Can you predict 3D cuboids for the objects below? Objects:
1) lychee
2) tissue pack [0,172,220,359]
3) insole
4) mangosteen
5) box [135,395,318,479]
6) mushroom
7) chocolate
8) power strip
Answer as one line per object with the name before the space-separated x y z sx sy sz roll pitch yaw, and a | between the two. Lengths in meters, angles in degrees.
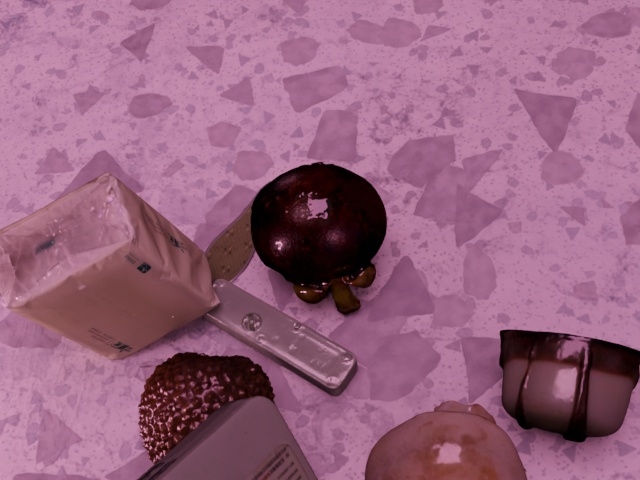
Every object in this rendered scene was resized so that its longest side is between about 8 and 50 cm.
lychee | -0.222 0.340 1.941 0.268 0.267 0.267 -3 59 5
tissue pack | -0.419 0.063 2.020 0.297 0.380 0.207 -28 60 11
insole | -0.171 -0.015 2.285 0.109 0.007 0.322 28 67 21
mangosteen | -0.009 -0.017 2.108 0.297 0.297 0.293 16 86 16
box | -0.144 0.519 1.714 0.396 0.111 0.396 -37 103 -43
mushroom | 0.234 0.428 1.849 0.298 0.297 0.290 6 23 11
chocolate | 0.459 0.280 1.904 0.284 0.283 0.186 9 82 12
power strip | -0.101 0.196 2.115 0.385 0.062 0.091 28 67 21
